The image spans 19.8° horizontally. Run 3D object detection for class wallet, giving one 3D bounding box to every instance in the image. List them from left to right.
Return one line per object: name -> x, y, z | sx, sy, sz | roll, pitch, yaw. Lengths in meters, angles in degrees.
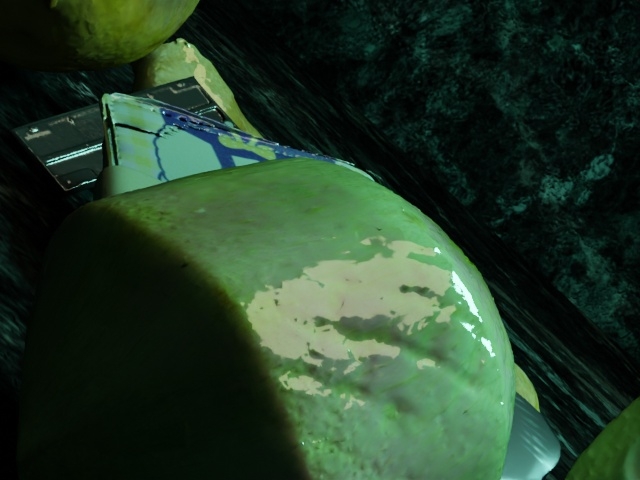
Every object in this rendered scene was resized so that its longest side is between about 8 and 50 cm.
wallet -> -0.035, 0.023, 1.116 | 0.223, 0.077, 0.309 | 17, 27, -19

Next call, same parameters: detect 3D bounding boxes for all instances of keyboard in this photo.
keyboard -> -0.134, -0.076, 1.303 | 0.063, 0.010, 0.198 | 50, 37, 13

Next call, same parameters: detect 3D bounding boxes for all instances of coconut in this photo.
coconut -> -0.031, 0.072, 0.818 | 0.236, 0.236, 0.204 | 41, -27, -19

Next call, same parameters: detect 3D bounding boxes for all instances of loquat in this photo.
loquat -> -0.191, -0.221, 1.361 | 0.238, 0.193, 0.238 | 12, 9, -2

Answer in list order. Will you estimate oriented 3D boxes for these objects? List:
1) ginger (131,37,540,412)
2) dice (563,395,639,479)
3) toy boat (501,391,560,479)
ginger -> -0.004, 0.020, 1.464 | 0.348, 0.122, 0.363 | 29, 23, -52
dice -> 0.351, 0.259, 1.438 | 0.250, 0.252, 0.254 | 39, 10, -26
toy boat -> 0.014, 0.098, 1.241 | 0.299, 0.092, 0.134 | 38, 39, 3
